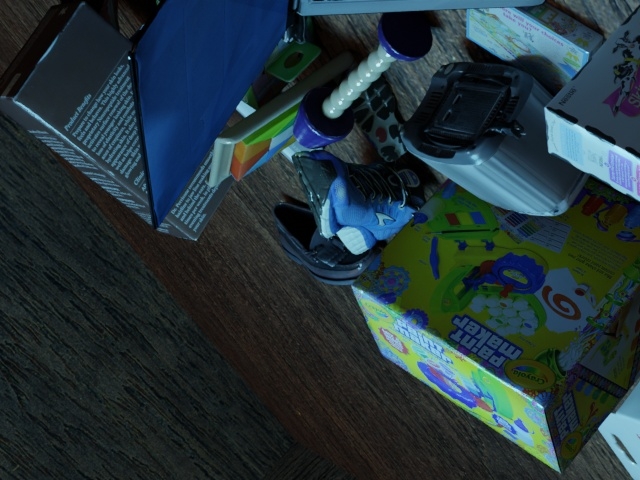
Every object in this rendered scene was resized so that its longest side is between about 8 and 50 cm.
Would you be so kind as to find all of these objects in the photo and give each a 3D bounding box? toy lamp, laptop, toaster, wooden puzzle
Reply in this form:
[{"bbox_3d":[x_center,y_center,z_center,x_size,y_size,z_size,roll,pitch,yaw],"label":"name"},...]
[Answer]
[{"bbox_3d":[0.042,-0.191,1.578,0.080,0.080,0.274,44,148,-4],"label":"toy lamp"},{"bbox_3d":[0.051,-0.188,1.049,0.382,0.407,0.236,106,160,-72],"label":"laptop"},{"bbox_3d":[0.206,-0.112,1.408,0.146,0.129,0.227,33,174,-27],"label":"toaster"},{"bbox_3d":[-0.057,-0.160,1.765,0.044,0.221,0.239,53,165,3],"label":"wooden puzzle"}]

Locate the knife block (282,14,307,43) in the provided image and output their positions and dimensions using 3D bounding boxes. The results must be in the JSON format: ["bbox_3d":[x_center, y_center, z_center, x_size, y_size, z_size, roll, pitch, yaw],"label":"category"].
[{"bbox_3d":[-0.012,-0.357,1.457,0.088,0.242,0.276,37,118,15],"label":"knife block"}]

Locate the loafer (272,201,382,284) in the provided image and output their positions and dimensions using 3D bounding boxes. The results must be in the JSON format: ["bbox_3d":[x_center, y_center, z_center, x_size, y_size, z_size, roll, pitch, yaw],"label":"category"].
[{"bbox_3d":[0.000,0.000,2.246,0.302,0.109,0.095,21,149,58],"label":"loafer"}]

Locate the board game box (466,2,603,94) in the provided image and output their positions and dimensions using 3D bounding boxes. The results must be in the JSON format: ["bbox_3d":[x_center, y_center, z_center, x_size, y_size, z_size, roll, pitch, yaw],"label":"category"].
[{"bbox_3d":[0.222,-0.214,1.328,0.154,0.026,0.103,37,163,21],"label":"board game box"}]

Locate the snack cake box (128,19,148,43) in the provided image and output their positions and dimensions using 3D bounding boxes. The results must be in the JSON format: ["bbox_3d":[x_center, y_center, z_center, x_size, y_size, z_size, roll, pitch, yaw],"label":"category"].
[{"bbox_3d":[-0.231,-0.299,2.059,0.152,0.089,0.264,47,163,-12],"label":"snack cake box"}]

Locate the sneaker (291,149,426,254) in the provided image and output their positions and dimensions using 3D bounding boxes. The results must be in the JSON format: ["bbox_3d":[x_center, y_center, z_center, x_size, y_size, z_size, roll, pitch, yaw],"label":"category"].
[{"bbox_3d":[0.062,-0.075,1.793,0.130,0.147,0.330,69,-168,14],"label":"sneaker"}]

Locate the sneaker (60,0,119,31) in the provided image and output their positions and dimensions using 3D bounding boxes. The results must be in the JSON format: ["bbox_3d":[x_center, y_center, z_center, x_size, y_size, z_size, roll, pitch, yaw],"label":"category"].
[{"bbox_3d":[-0.362,-0.402,2.043,0.115,0.136,0.314,16,155,-2],"label":"sneaker"}]

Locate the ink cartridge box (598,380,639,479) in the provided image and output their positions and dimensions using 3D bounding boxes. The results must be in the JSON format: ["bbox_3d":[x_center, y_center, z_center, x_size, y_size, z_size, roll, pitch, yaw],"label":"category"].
[{"bbox_3d":[0.531,0.271,1.645,0.353,0.119,0.207,16,149,55],"label":"ink cartridge box"}]

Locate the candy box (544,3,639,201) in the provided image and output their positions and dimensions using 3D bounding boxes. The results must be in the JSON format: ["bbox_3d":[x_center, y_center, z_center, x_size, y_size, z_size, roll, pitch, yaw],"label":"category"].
[{"bbox_3d":[0.324,-0.109,1.108,0.196,0.165,0.070,33,160,30],"label":"candy box"}]

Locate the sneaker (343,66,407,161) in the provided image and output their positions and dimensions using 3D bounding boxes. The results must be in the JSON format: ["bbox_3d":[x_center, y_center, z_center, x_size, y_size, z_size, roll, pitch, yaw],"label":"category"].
[{"bbox_3d":[0.064,-0.174,1.731,0.071,0.068,0.170,37,164,40],"label":"sneaker"}]

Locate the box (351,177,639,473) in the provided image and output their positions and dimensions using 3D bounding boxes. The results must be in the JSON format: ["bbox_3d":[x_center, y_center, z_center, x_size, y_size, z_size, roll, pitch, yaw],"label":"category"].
[{"bbox_3d":[0.246,0.066,1.521,0.290,0.279,0.177,32,160,34],"label":"box"}]

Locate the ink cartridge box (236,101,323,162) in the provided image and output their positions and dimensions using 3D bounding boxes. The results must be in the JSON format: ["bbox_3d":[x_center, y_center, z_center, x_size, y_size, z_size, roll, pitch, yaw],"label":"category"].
[{"bbox_3d":[-0.075,-0.188,2.078,0.181,0.056,0.225,43,-178,-1],"label":"ink cartridge box"}]

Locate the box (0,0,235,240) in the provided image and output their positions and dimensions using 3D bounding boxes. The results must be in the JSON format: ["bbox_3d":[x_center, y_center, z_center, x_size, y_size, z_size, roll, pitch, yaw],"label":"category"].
[{"bbox_3d":[-0.311,-0.183,2.002,0.381,0.191,0.143,41,163,-31],"label":"box"}]

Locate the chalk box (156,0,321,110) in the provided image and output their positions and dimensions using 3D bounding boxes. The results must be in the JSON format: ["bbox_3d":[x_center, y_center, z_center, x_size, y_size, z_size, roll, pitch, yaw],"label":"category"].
[{"bbox_3d":[-0.093,-0.279,1.716,0.213,0.132,0.132,37,162,25],"label":"chalk box"}]
